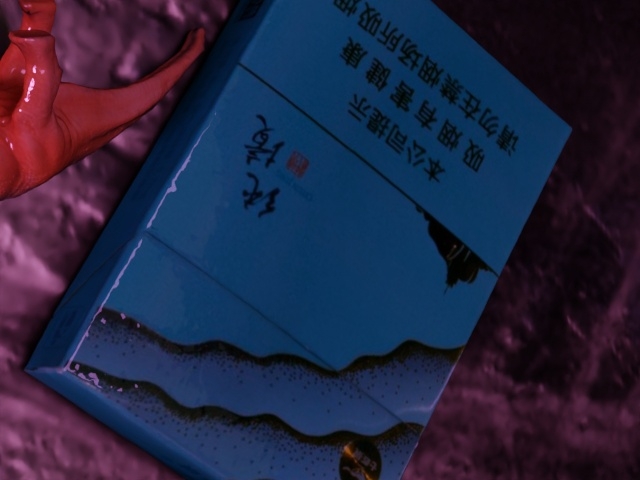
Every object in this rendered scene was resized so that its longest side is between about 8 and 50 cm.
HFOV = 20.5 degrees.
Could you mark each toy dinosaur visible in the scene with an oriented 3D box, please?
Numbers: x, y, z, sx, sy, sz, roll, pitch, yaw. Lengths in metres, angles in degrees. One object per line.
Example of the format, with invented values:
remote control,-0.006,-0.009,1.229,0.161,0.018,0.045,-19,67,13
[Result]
toy dinosaur,-0.144,-0.038,0.637,0.280,0.055,0.101,-15,119,-35

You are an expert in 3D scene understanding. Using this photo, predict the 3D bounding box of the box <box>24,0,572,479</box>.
box,0.000,0.000,0.737,0.161,0.042,0.226,38,68,-25
